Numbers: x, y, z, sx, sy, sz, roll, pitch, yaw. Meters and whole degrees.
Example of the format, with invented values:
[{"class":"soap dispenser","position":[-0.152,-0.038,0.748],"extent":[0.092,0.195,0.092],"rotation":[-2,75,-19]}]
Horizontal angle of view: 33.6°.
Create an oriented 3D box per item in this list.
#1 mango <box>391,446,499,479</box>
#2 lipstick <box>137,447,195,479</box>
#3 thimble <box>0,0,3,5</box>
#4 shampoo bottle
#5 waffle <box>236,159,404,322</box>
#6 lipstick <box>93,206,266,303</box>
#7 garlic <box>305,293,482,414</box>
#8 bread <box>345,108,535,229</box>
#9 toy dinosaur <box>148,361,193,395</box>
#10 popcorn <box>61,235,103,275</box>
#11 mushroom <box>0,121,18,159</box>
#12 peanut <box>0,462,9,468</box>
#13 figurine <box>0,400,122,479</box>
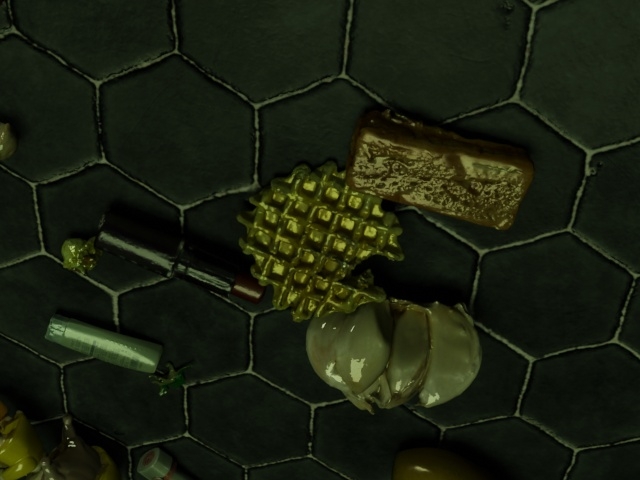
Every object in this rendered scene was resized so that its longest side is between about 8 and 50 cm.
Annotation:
[{"class":"mango","position":[0.264,0.521,2.034],"extent":[0.211,0.173,0.317],"rotation":[-28,108,37]},{"class":"lipstick","position":[-0.292,0.505,2.205],"extent":[0.063,0.057,0.186],"rotation":[-30,121,31]},{"class":"thimble","position":[-0.531,-0.418,1.357],"extent":[0.350,0.231,0.350],"rotation":[6,129,7]},{"class":"shampoo bottle","position":[-0.400,0.190,1.963],"extent":[0.212,0.049,0.072],"rotation":[21,134,-7]},{"class":"waffle","position":[0.001,0.000,1.680],"extent":[0.261,0.056,0.250],"rotation":[-20,100,22]},{"class":"lipstick","position":[-0.230,0.030,1.771],"extent":[0.299,0.081,0.081],"rotation":[21,131,-6]},{"class":"garlic","position":[0.111,0.192,1.768],"extent":[0.281,0.203,0.185],"rotation":[12,165,-13]},{"class":"bread","position":[0.175,-0.109,1.571],"extent":[0.271,0.077,0.139],"rotation":[13,122,-3]},{"class":"toy dinosaur","position":[-0.279,0.259,2.018],"extent":[0.119,0.029,0.060],"rotation":[-32,133,26]},{"class":"popcorn","position":[-0.407,0.021,1.815],"extent":[0.083,0.059,0.068],"rotation":[-36,116,24]},{"class":"mushroom","position":[-0.616,-0.166,1.674],"extent":[0.270,0.103,0.118],"rotation":[-6,128,10]},{"class":"peanut","position":[-0.702,0.424,2.197],"extent":[0.193,0.089,0.089],"rotation":[34,128,-17]},{"class":"figurine","position":[-0.550,0.458,2.113],"extent":[0.187,0.215,0.343],"rotation":[-35,114,29]}]
